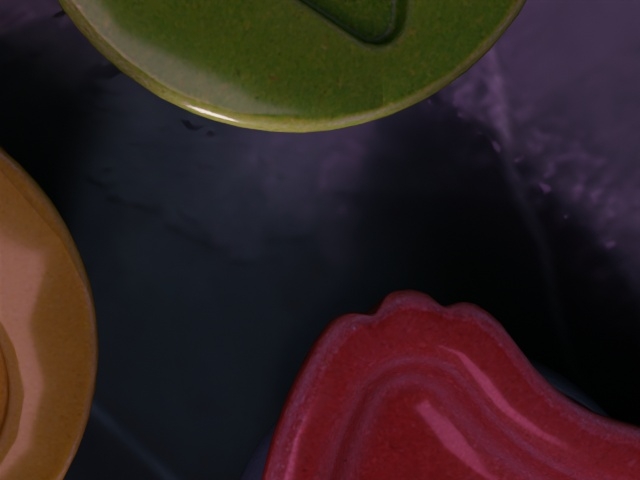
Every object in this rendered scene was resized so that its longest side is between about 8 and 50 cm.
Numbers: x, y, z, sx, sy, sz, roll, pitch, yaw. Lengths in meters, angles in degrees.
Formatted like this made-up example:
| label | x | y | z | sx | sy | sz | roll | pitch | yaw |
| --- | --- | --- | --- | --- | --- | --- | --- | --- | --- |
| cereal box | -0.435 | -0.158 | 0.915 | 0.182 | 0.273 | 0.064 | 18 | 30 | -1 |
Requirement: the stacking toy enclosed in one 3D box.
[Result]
| label | x | y | z | sx | sy | sz | roll | pitch | yaw |
| --- | --- | --- | --- | --- | --- | --- | --- | --- | --- |
| stacking toy | 0.000 | 0.000 | 0.463 | 0.309 | 0.130 | 0.279 | 30 | 89 | -9 |
